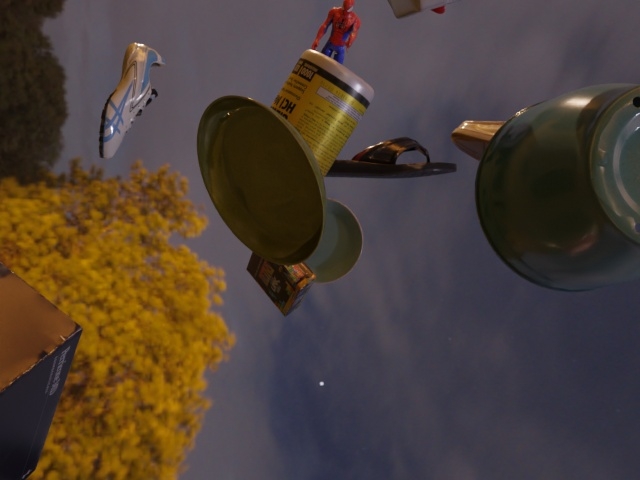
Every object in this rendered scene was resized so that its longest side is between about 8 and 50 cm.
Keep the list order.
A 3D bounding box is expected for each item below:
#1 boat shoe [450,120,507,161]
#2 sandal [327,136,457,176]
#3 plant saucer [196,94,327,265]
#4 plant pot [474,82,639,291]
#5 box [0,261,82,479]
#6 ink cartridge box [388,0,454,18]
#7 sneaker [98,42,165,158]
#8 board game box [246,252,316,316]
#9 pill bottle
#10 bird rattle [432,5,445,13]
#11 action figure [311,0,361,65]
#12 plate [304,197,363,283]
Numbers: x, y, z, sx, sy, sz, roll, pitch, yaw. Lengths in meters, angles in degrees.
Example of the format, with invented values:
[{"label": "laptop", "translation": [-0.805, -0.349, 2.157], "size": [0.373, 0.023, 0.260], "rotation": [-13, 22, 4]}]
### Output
[{"label": "boat shoe", "translation": [0.350, -0.161, 1.091], "size": [0.276, 0.098, 0.096], "rotation": [16, -101, 24]}, {"label": "sandal", "translation": [0.156, -0.218, 1.795], "size": [0.167, 0.445, 0.107], "rotation": [-170, -100, -75]}, {"label": "plant saucer", "translation": [-0.074, -0.081, 0.914], "size": [0.240, 0.037, 0.241], "rotation": [27, -47, 33]}, {"label": "plant pot", "translation": [0.354, -0.072, 0.829], "size": [0.255, 0.271, 0.272], "rotation": [130, -40, -85]}, {"label": "box", "translation": [-0.453, 0.223, 0.718], "size": [0.179, 0.312, 0.343], "rotation": [37, -52, 6]}, {"label": "ink cartridge box", "translation": [0.222, -0.359, 0.853], "size": [0.385, 0.308, 0.091], "rotation": [-100, 170, -76]}, {"label": "sneaker", "translation": [-0.369, -0.266, 1.330], "size": [0.237, 0.086, 0.085], "rotation": [-71, -164, -7]}, {"label": "board game box", "translation": [-0.086, 0.069, 1.442], "size": [0.141, 0.048, 0.170], "rotation": [48, -28, 11]}, {"label": "pill bottle", "translation": [-0.040, -0.239, 1.540], "size": [0.334, 0.187, 0.188], "rotation": [-58, -147, 6]}, {"label": "bird rattle", "translation": [0.168, -0.558, 1.298], "size": [0.254, 0.143, 0.207], "rotation": [-113, -155, -51]}, {"label": "action figure", "translation": [0.024, -0.438, 1.629], "size": [0.280, 0.091, 0.139], "rotation": [111, 3, -46]}, {"label": "plate", "translation": [0.000, 0.000, 1.488], "size": [0.024, 0.188, 0.188], "rotation": [-14, 107, -82]}]
